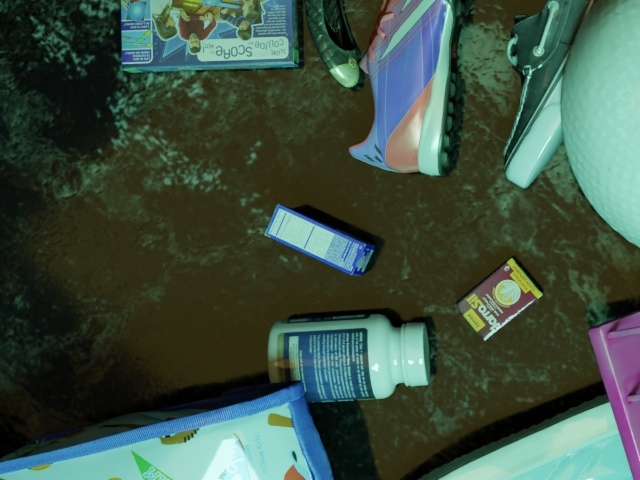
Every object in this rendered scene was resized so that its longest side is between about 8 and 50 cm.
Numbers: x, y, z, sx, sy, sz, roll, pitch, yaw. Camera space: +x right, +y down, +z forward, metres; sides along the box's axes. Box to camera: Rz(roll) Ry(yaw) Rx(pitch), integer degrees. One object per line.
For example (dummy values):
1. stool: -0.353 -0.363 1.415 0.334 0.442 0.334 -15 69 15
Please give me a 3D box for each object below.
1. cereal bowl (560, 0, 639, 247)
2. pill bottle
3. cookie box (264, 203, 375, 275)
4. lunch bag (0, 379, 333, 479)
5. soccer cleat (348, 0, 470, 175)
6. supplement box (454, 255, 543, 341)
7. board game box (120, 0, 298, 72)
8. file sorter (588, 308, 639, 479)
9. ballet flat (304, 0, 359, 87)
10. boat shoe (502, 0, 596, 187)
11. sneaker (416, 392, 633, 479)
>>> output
1. cereal bowl: 0.419 -0.138 1.479 0.339 0.141 0.338 -1 93 -9
2. pill bottle: 0.033 0.130 1.625 0.169 0.094 0.094 -4 91 10
3. cookie box: 0.000 0.000 1.629 0.107 0.092 0.040 25 92 9
4. lunch bag: -0.151 0.341 1.591 0.386 0.239 0.327 -16 90 19
5. soccer cleat: 0.099 -0.232 1.603 0.117 0.108 0.318 6 95 13
6. supplement box: 0.196 0.063 1.622 0.083 0.043 0.055 -41 86 9
7. board game box: -0.126 -0.262 1.673 0.201 0.035 0.136 0 91 10
8. file sorter: 0.437 0.190 1.470 0.202 0.182 0.290 -16 88 -35
9. ballet flat: 0.013 -0.254 1.635 0.049 0.057 0.173 -17 86 29
10. boat shoe: 0.249 -0.207 1.576 0.102 0.108 0.301 25 96 12
11. sneaker: 0.231 0.279 1.575 0.366 0.135 0.150 -25 83 10
